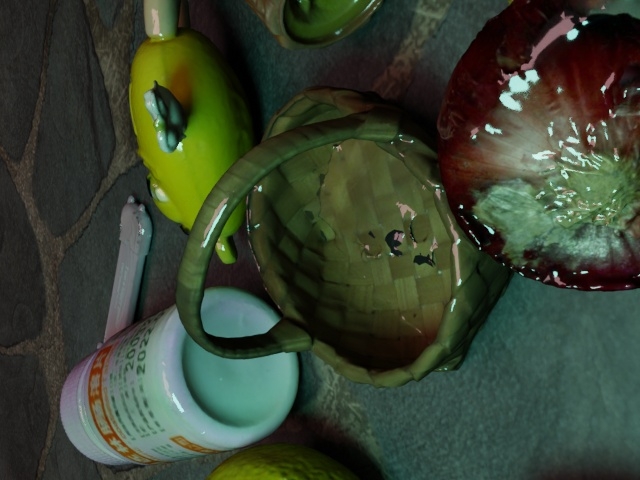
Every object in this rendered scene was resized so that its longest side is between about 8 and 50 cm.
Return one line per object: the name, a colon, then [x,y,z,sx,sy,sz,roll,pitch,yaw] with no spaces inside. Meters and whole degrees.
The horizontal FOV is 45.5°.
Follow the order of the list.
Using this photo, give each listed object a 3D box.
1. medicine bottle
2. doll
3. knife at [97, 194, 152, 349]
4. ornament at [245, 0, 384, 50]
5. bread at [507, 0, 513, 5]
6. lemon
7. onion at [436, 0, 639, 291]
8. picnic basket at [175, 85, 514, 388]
medicine bottle: [-0.224,0.215,1.127,0.388,0.219,0.219,-25,78,47]
doll: [-0.181,-0.208,0.996,0.348,0.161,0.423,75,-175,-70]
knife: [-0.354,0.115,1.391,0.132,0.038,0.399,32,118,38]
ornament: [-0.037,-0.346,0.837,0.235,0.221,0.217,-47,67,27]
bread: [0.189,-0.288,0.698,0.128,0.069,0.140,28,120,43]
lemon: [-0.039,0.377,0.934,0.267,0.267,0.267,10,104,47]
onion: [0.228,-0.102,0.610,0.272,0.195,0.272,4,124,6]
picnic basket: [0.000,0.000,0.774,0.337,0.337,0.293,43,126,35]
